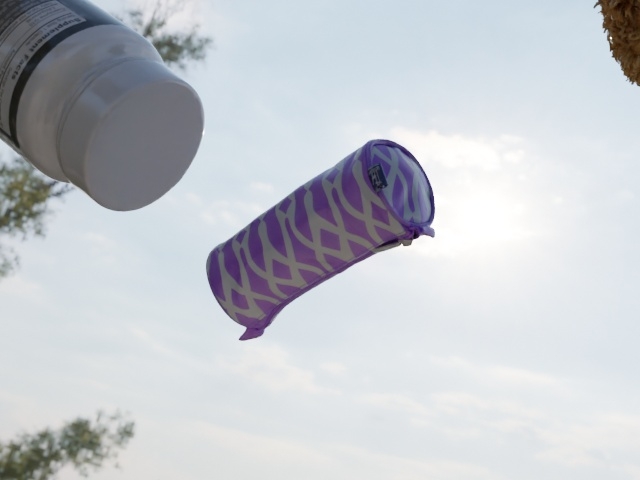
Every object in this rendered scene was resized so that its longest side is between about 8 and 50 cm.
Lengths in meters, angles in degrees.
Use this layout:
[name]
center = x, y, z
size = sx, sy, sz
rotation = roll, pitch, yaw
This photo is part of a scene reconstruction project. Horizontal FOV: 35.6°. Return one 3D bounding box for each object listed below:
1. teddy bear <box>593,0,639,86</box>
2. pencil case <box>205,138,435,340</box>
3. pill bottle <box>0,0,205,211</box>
[teddy bear]
center = 0.298, -0.230, 0.789
size = 0.338, 0.113, 0.245
rotation = 49, -37, -1
[pencil case]
center = 0.000, 0.000, 0.790
size = 0.206, 0.088, 0.086
rotation = -32, -15, 36
[pill bottle]
center = -0.251, -0.155, 0.961
size = 0.283, 0.161, 0.161
rotation = 36, -10, 30
